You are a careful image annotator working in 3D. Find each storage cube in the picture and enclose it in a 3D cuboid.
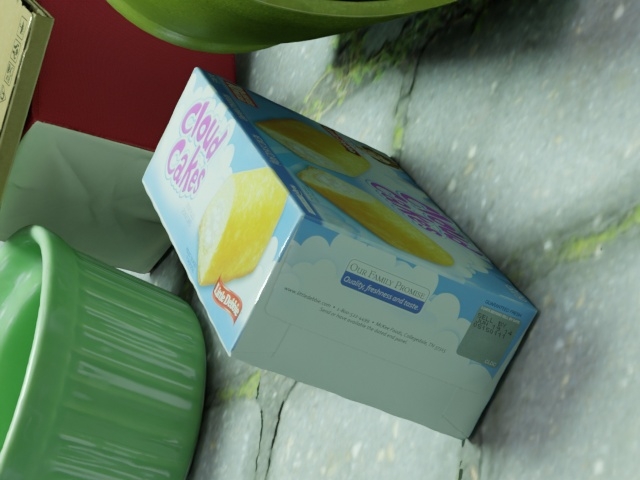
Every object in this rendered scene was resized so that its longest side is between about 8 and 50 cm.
[{"bbox_3d":[-0.191,-0.110,1.388,0.184,0.215,0.193,-43,41,45],"label":"storage cube"}]

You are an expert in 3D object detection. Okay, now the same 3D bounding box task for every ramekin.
[{"bbox_3d":[-0.213,0.153,1.286,0.303,0.148,0.303,-47,31,41],"label":"ramekin"}]

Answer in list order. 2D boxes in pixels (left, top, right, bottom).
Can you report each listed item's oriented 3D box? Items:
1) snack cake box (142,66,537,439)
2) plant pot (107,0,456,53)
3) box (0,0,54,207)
[{"bbox_3d":[0.000,0.000,0.947,0.089,0.152,0.264,-63,25,13],"label":"snack cake box"},{"bbox_3d":[-0.038,-0.280,1.066,0.353,0.366,0.366,153,134,-73],"label":"plant pot"},{"bbox_3d":[-0.274,-0.109,1.303,0.164,0.021,0.201,42,118,55],"label":"box"}]
